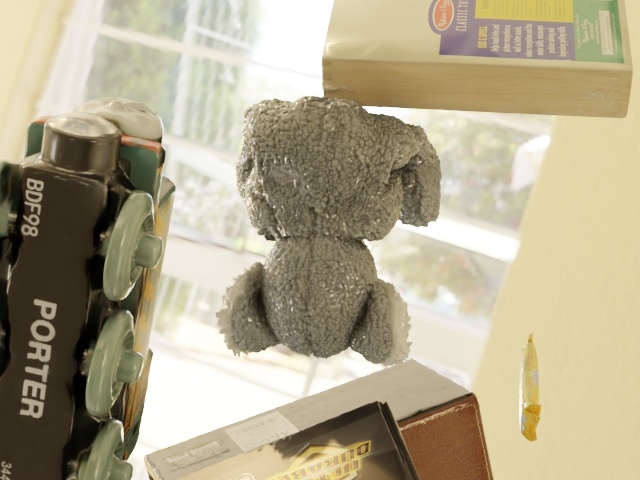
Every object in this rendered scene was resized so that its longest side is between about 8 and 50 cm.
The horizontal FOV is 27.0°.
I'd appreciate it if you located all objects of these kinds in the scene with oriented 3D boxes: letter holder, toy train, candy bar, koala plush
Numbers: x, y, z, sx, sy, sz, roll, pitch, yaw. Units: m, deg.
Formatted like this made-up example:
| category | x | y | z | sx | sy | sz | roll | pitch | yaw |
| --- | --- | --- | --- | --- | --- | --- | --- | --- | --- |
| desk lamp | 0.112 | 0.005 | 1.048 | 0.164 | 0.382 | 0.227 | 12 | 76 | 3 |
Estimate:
| category | x | y | z | sx | sy | sz | roll | pitch | yaw |
| --- | --- | --- | --- | --- | --- | --- | --- | --- | --- |
| letter holder | 0.011 | 0.276 | 1.308 | 0.301 | 0.214 | 0.152 | -18 | 14 | -17 |
| toy train | -0.182 | 0.056 | 0.980 | 0.142 | 0.334 | 0.190 | 12 | 20 | 4 |
| candy bar | 0.198 | 0.138 | 1.265 | 0.018 | 0.040 | 0.161 | 4 | 21 | 6 |
| koala plush | 0.000 | 0.000 | 1.171 | 0.196 | 0.221 | 0.203 | 7 | -9 | 7 |

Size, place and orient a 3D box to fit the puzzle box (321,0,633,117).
| category | x | y | z | sx | sy | sz | roll | pitch | yaw |
| --- | --- | --- | --- | --- | --- | --- | --- | --- | --- |
| puzzle box | 0.154 | -0.252 | 1.307 | 0.272 | 0.052 | 0.409 | 4 | 38 | 6 |

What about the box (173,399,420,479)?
| category | x | y | z | sx | sy | sz | roll | pitch | yaw |
| --- | --- | --- | --- | --- | --- | --- | --- | --- | --- |
| box | -0.044 | 0.274 | 0.994 | 0.295 | 0.073 | 0.293 | -20 | 29 | -1 |
